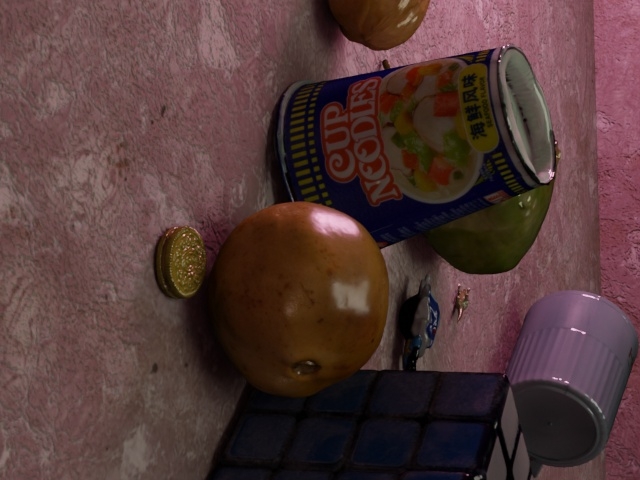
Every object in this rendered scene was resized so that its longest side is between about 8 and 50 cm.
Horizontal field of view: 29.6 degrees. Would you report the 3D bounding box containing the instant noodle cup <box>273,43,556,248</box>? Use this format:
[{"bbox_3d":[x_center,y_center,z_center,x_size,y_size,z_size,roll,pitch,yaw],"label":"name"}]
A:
[{"bbox_3d":[0.141,-0.129,1.643,0.284,0.312,0.284,37,46,-50],"label":"instant noodle cup"}]

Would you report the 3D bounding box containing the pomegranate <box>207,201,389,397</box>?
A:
[{"bbox_3d":[-0.023,0.070,1.442,0.233,0.233,0.233,-1,90,-66],"label":"pomegranate"}]

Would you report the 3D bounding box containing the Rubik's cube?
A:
[{"bbox_3d":[0.067,0.385,1.473,0.337,0.344,0.344,-64,143,-45],"label":"Rubik's cube"}]

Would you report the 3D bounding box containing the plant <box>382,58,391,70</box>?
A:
[{"bbox_3d":[0.131,-0.246,1.960,0.116,0.104,0.122,55,10,-84],"label":"plant"}]

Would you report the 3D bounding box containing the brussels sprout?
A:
[{"bbox_3d":[0.288,-0.096,2.120,0.328,0.247,0.328,9,90,-81],"label":"brussels sprout"}]

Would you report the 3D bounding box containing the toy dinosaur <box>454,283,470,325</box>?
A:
[{"bbox_3d":[0.269,0.118,2.310,0.113,0.026,0.041,-68,164,-58],"label":"toy dinosaur"}]

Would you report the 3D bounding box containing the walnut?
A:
[{"bbox_3d":[0.088,-0.374,1.793,0.159,0.159,0.207,58,38,-49],"label":"walnut"}]

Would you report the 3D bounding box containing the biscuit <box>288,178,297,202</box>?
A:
[{"bbox_3d":[0.001,0.000,1.724,0.138,0.031,0.205,-28,115,-64],"label":"biscuit"}]

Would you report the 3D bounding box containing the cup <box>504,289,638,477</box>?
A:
[{"bbox_3d":[0.502,0.315,2.617,0.257,0.331,0.311,46,39,-9],"label":"cup"}]

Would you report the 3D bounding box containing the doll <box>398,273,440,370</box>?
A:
[{"bbox_3d":[0.164,0.146,2.036,0.096,0.070,0.195,110,-8,-69],"label":"doll"}]

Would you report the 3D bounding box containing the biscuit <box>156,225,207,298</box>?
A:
[{"bbox_3d":[-0.157,0.025,1.376,0.084,0.023,0.084,-2,90,-66],"label":"biscuit"}]
